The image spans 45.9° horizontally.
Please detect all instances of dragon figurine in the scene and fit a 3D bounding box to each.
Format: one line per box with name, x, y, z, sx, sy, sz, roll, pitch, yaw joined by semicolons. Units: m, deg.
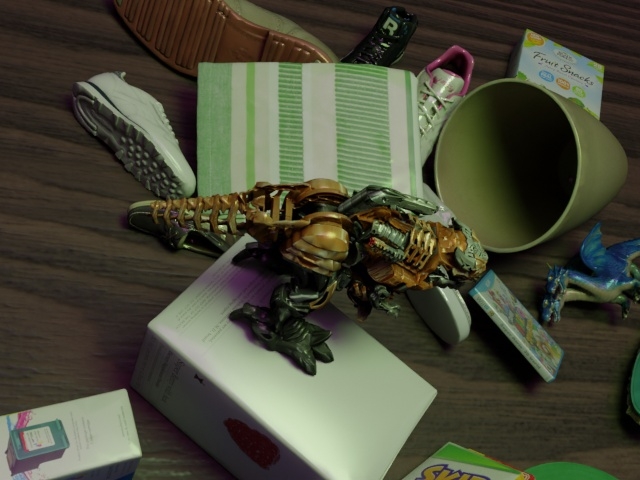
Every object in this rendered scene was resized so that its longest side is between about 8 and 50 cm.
dragon figurine;0.449;0.032;1.211;0.144;0.085;0.289;29;53;16

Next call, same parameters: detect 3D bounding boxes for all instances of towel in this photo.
towel;-0.016;-0.141;1.096;0.324;0.038;0.248;-1;77;-2

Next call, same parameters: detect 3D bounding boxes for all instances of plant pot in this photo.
plant pot;0.369;-0.116;1.208;0.274;0.256;0.257;-4;60;-41

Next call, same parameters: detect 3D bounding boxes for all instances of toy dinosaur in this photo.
toy dinosaur;0.000;0.000;0.773;0.321;0.218;0.164;29;51;-2

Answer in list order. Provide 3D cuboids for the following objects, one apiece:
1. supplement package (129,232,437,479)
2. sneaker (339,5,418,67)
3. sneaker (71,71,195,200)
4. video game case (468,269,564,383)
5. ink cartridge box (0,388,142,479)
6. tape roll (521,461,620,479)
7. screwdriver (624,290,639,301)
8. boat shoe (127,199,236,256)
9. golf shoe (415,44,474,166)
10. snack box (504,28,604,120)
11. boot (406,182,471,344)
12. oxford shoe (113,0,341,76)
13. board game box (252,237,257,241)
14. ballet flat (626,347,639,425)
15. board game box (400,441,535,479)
supplement package;-0.049;0.173;0.888;0.293;0.177;0.175;39;53;6
sneaker;0.092;-0.331;1.292;0.079;0.121;0.217;36;54;5
sneaker;-0.249;-0.157;1.081;0.235;0.090;0.095;47;46;9
video game case;0.289;0.121;1.107;0.166;0.015;0.119;49;26;8
ink cartridge box;-0.312;0.233;0.779;0.231;0.134;0.078;-9;64;-25
tape roll;0.312;0.440;0.921;0.321;0.077;0.321;10;56;-15
screwdriver;0.576;0.113;1.260;0.169;0.024;0.025;28;25;-5
boat shoe;-0.188;-0.014;1.028;0.152;0.056;0.049;12;51;-14
golf shoe;0.158;-0.206;1.230;0.115;0.140;0.306;32;55;-1
snack box;0.435;-0.280;1.422;0.174;0.070;0.207;23;52;-5
boot;0.175;0.021;1.117;0.123;0.095;0.258;-22;68;-23
oxford shoe;-0.146;-0.329;1.221;0.397;0.141;0.146;30;27;2
board game box;-0.032;-0.040;1.111;0.133;0.033;0.169;3;77;-6
ballet flat;0.599;0.153;1.178;0.147;0.147;0.409;35;60;3
board game box;0.129;0.325;0.898;0.259;0.124;0.039;-25;110;-32
